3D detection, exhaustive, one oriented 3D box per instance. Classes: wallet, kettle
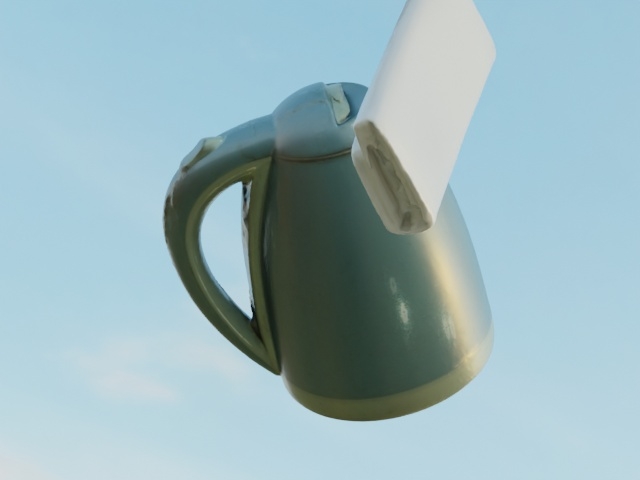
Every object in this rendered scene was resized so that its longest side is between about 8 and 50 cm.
[{"bbox_3d":[0.043,-0.062,0.615,0.025,0.122,0.061,-6,-51,28],"label":"wallet"},{"bbox_3d":[0.000,0.000,1.584,0.319,0.247,0.342,-17,-59,1],"label":"kettle"}]
